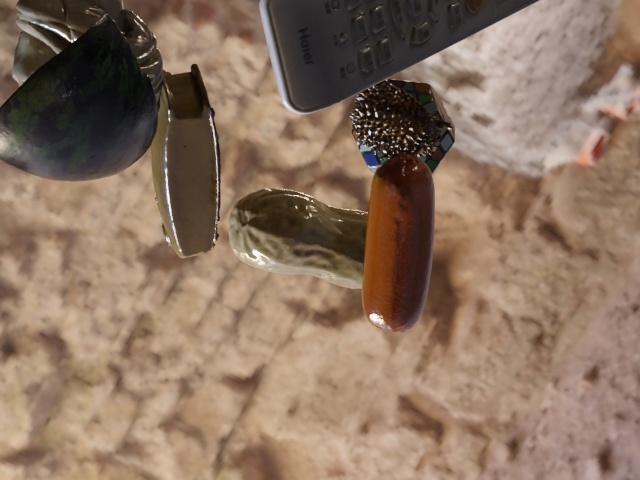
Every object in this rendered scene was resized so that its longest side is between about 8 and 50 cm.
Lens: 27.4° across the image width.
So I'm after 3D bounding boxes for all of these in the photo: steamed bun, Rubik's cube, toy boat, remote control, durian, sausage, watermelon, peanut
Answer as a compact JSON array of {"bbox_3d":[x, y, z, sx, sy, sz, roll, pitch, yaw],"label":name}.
[{"bbox_3d":[-0.297,-0.217,1.577,0.144,0.211,0.218,-42,-2,-23],"label":"steamed bun"},{"bbox_3d":[0.102,-0.135,1.613,0.133,0.133,0.112,-59,33,5],"label":"Rubik's cube"},{"bbox_3d":[-0.189,-0.104,1.797,0.121,0.089,0.321,-119,21,-44],"label":"toy boat"},{"bbox_3d":[0.075,-0.212,1.120,0.313,0.109,0.055,-30,29,-31],"label":"remote control"},{"bbox_3d":[0.081,-0.119,1.424,0.140,0.110,0.071,22,72,47],"label":"durian"},{"bbox_3d":[0.082,0.002,1.367,0.076,0.076,0.197,-79,-9,-65],"label":"sausage"},{"bbox_3d":[-0.244,-0.126,1.376,0.193,0.145,0.137,-39,14,10],"label":"watermelon"},{"bbox_3d":[0.000,0.000,1.773,0.123,0.257,0.123,13,-90,-88],"label":"peanut"}]
